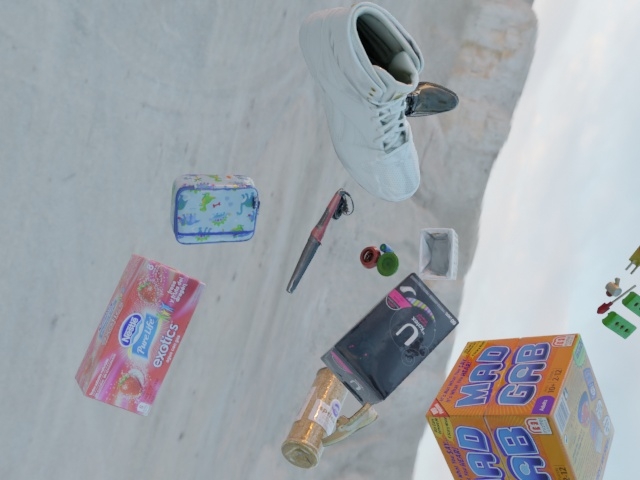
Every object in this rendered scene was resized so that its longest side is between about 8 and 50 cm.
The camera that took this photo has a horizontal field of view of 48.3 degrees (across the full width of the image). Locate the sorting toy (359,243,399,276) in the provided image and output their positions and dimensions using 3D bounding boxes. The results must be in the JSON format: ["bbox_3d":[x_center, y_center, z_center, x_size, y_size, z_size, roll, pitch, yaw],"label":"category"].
[{"bbox_3d":[0.129,0.040,1.459,0.042,0.102,0.061,26,89,-49],"label":"sorting toy"}]

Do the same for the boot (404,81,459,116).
[{"bbox_3d":[0.187,-0.276,1.470,0.106,0.219,0.082,-99,-167,-57],"label":"boot"}]

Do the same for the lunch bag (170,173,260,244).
[{"bbox_3d":[-0.267,-0.075,1.813,0.090,0.218,0.176,-122,-143,-53],"label":"lunch bag"}]

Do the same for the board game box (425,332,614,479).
[{"bbox_3d":[0.575,0.520,2.020,0.356,0.356,0.356,-45,116,-48],"label":"board game box"}]

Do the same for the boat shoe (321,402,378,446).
[{"bbox_3d":[0.057,0.394,1.530,0.045,0.135,0.050,60,-7,9],"label":"boat shoe"}]

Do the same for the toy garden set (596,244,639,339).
[{"bbox_3d":[0.776,0.111,1.758,0.244,0.203,0.049,-50,-143,15],"label":"toy garden set"}]

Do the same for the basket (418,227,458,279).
[{"bbox_3d":[0.388,0.050,2.337,0.103,0.113,0.167,24,69,-65],"label":"basket"}]

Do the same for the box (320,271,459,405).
[{"bbox_3d":[0.158,0.230,1.648,0.270,0.165,0.143,-41,174,-23],"label":"box"}]

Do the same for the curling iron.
[{"bbox_3d":[0.000,0.000,1.570,0.068,0.035,0.274,48,62,-37],"label":"curling iron"}]

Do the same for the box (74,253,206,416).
[{"bbox_3d":[-0.383,0.193,1.508,0.154,0.142,0.300,9,-106,64],"label":"box"}]

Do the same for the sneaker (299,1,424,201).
[{"bbox_3d":[0.080,-0.171,0.945,0.108,0.293,0.169,-35,-159,-15],"label":"sneaker"}]

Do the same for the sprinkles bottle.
[{"bbox_3d":[-0.002,0.516,2.166,0.355,0.121,0.121,-59,167,-49],"label":"sprinkles bottle"}]
